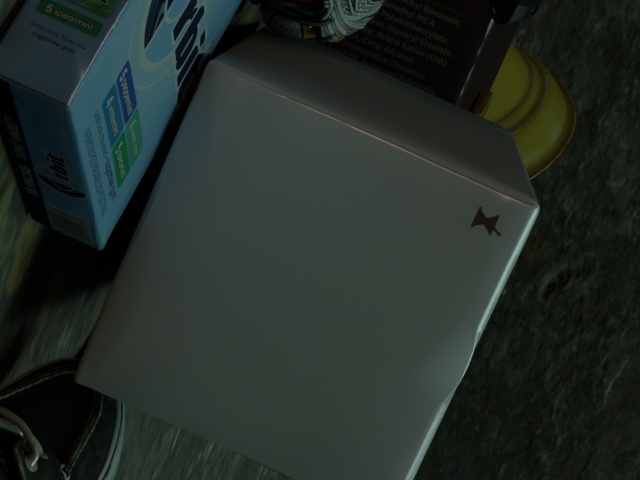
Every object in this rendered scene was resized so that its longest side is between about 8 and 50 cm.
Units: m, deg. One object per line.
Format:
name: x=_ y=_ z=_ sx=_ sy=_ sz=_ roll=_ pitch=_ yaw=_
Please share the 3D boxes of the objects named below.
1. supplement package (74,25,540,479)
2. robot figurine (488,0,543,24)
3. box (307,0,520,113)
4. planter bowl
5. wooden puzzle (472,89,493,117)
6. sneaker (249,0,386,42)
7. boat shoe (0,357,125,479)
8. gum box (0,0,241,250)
supplement package: x=0.000 y=0.000 z=0.970 sx=0.293 sy=0.175 sz=0.178 roll=-72 pitch=-173 yaw=-80
robot figurine: x=0.086 y=-0.247 z=0.890 sx=0.085 sy=0.211 sz=0.291 roll=-20 pitch=149 yaw=-8
box: x=0.025 y=-0.072 z=1.215 sx=0.191 sy=0.143 sz=0.381 roll=-22 pitch=135 yaw=-79
planter bowl: x=0.084 y=-0.120 z=1.366 sx=0.217 sy=0.217 sz=0.090 roll=-58 pitch=144 yaw=-43
wooden puzzle: x=0.090 y=-0.039 z=1.193 sx=0.078 sy=0.014 sz=0.116 roll=-52 pitch=165 yaw=-59
sneaker: x=0.004 y=-0.153 z=0.998 sx=0.093 sy=0.088 sz=0.225 roll=-58 pitch=170 yaw=7
boat shoe: x=-0.152 y=0.117 z=0.814 sx=0.219 sy=0.077 sz=0.070 roll=-54 pitch=168 yaw=-48
gum box: x=-0.075 y=-0.106 z=0.771 sx=0.157 sy=0.041 sz=0.184 roll=96 pitch=20 yaw=-69
